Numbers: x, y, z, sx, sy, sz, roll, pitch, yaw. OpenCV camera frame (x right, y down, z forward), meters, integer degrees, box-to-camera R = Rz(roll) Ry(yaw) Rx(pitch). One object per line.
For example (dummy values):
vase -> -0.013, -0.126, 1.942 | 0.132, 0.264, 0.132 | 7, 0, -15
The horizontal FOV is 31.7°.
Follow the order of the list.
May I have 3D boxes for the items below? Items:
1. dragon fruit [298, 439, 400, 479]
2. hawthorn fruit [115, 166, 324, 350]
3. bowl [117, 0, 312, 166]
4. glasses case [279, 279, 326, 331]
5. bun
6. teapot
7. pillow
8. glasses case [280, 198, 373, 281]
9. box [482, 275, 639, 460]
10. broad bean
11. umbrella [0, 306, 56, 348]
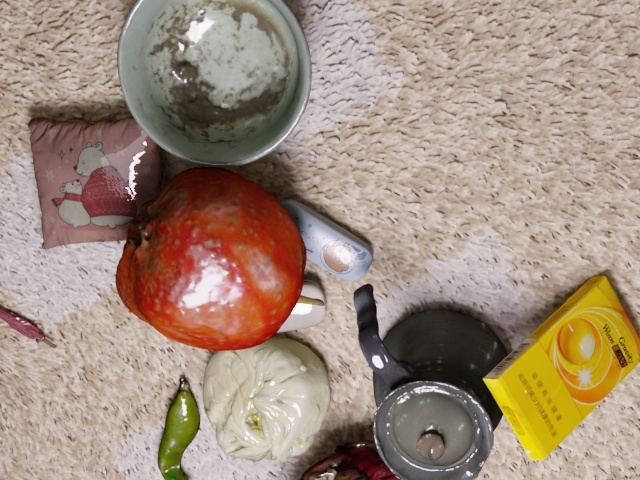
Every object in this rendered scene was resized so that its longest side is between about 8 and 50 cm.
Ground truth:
dragon fruit -> 0.082, 0.487, 1.813 | 0.329, 0.329, 0.329 | 3, 110, 9
hawthorn fruit -> -0.133, 0.043, 1.695 | 0.330, 0.287, 0.287 | 24, 114, -26
bowl -> -0.140, -0.264, 1.664 | 0.289, 0.146, 0.289 | 3, 108, 10
glasses case -> -0.090, 0.111, 1.838 | 0.204, 0.051, 0.081 | -6, 108, 12
bun -> -0.094, 0.268, 1.850 | 0.229, 0.145, 0.229 | 4, 114, 8
teapot -> 0.173, 0.217, 1.706 | 0.223, 0.285, 0.305 | -5, 109, 11
pillow -> -0.351, -0.090, 1.795 | 0.236, 0.084, 0.223 | -2, 111, 13
glasses case -> 0.000, 0.000, 1.787 | 0.178, 0.045, 0.067 | 31, 113, -3
box -> 0.375, 0.189, 1.699 | 0.269, 0.043, 0.152 | -38, 105, -26
broad bean -> -0.244, 0.337, 1.948 | 0.070, 0.048, 0.213 | 9, 110, 10
umbrella -> -0.525, 0.139, 1.939 | 0.165, 0.025, 0.027 | 33, 130, 0
